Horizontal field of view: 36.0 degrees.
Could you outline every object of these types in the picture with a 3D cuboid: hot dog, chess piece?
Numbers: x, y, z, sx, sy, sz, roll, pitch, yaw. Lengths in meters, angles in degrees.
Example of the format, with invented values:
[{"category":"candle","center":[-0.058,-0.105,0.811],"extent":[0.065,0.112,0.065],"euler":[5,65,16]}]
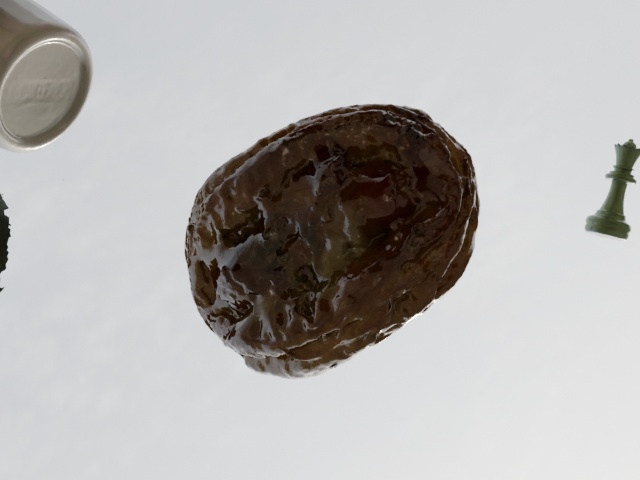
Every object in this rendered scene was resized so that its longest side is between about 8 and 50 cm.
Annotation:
[{"category":"hot dog","center":[0.002,0.002,0.672],"extent":[0.227,0.099,0.160],"euler":[-37,-102,19]},{"category":"chess piece","center":[0.274,-0.048,0.903],"extent":[0.042,0.042,0.093],"euler":[16,-91,-15]}]

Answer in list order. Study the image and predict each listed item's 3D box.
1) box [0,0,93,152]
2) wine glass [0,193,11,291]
[{"category":"box","center":[-0.426,-0.252,1.270],"extent":[0.206,0.291,0.262],"euler":[30,-120,22]},{"category":"wine glass","center":[-0.513,0.012,1.057],"extent":[0.323,0.238,0.238],"euler":[7,-88,-3]}]
